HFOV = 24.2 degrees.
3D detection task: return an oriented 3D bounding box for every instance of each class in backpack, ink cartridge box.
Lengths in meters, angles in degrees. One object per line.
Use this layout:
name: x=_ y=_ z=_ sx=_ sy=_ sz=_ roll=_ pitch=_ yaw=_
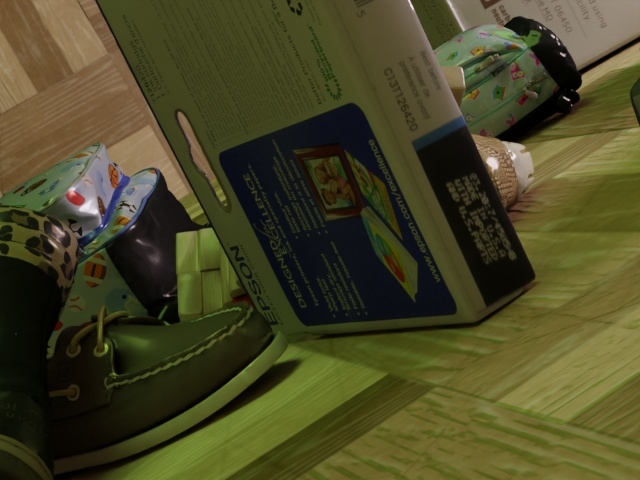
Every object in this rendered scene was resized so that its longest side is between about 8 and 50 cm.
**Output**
backpack: x=0.154 y=-0.146 z=1.493 sx=0.182 sy=0.115 sz=0.152 roll=-32 pitch=10 yaw=0
ink cartridge box: x=-0.016 y=-0.083 z=1.013 sx=0.072 sy=0.303 sz=0.307 roll=-30 pitch=8 yaw=-23
backpack: x=-0.257 y=0.046 z=1.483 sx=0.263 sy=0.213 sz=0.276 roll=-39 pitch=9 yaw=13

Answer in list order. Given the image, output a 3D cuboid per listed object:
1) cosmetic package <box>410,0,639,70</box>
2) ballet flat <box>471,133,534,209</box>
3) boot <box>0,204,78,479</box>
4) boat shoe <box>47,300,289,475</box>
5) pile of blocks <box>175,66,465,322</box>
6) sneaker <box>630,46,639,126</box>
cosmetic package: x=0.255 y=-0.380 z=1.818 sx=0.327 sy=0.329 sz=0.394 roll=-30 pitch=7 yaw=3
ballet flat: x=0.133 y=-0.059 z=1.202 sx=0.067 sy=0.073 sz=0.206 roll=-16 pitch=10 yaw=-7
boot: x=-0.330 y=0.133 z=1.021 sx=0.377 sy=0.138 sz=0.284 roll=-23 pitch=35 yaw=19
boat shoe: x=-0.170 y=0.108 z=1.108 sx=0.324 sy=0.097 sz=0.116 roll=-25 pitch=9 yaw=32
pile of blocks: x=0.000 y=0.000 z=1.202 sx=0.149 sy=0.112 sz=0.362 roll=14 pitch=-35 yaw=-27
sneaker: x=0.298 y=-0.158 z=1.093 sx=0.121 sy=0.111 sz=0.300 roll=-29 pitch=5 yaw=32
